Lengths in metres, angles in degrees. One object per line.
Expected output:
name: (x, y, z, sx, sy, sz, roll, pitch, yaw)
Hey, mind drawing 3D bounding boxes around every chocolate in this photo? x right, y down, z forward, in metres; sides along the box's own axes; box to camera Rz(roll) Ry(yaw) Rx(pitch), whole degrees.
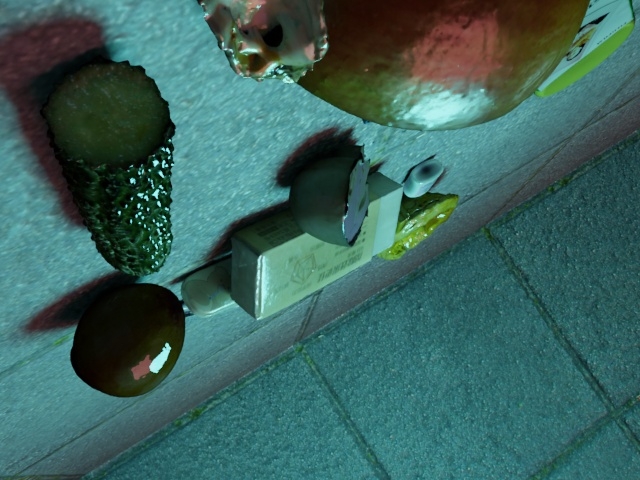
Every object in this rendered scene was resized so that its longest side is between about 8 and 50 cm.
chocolate: (-0.263, 0.139, 1.056, 0.177, 0.176, 0.177, -32, 169, -7)

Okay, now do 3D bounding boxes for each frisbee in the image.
frisbee: (0.536, -0.367, 1.493, 0.236, 0.017, 0.236, -31, 169, -7)

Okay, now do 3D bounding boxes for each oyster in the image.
oyster: (-0.035, -0.176, 0.567, 0.146, 0.045, 0.122, 25, 135, -38)

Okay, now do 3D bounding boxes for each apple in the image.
apple: (0.131, -0.230, 0.678, 0.346, 0.254, 0.179, -25, -151, -28)

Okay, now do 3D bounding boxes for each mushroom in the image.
mushroom: (0.013, -0.063, 1.084, 0.117, 0.141, 0.188, 0, 169, 6)

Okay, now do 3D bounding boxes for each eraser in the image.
eraser: (0.000, 0.000, 1.266, 0.343, 0.078, 0.144, -26, 137, -37)

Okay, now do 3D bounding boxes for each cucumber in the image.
cucumber: (-0.181, -0.042, 0.697, 0.096, 0.096, 0.359, -30, 171, -16)

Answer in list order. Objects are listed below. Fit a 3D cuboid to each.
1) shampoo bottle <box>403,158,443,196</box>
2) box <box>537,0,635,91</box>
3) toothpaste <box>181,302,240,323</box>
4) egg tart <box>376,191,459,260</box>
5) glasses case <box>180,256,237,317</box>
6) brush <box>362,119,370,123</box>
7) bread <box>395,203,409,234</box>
shampoo bottle: (0.211, -0.126, 1.535, 0.072, 0.043, 0.099, -30, 169, -15)
box: (0.295, -0.289, 0.937, 0.180, 0.103, 0.250, -39, 168, 23)
toothpaste: (-0.160, 0.101, 1.432, 0.299, 0.073, 0.114, -21, 166, -22)
egg tart: (0.209, -0.049, 1.705, 0.241, 0.106, 0.241, -33, 166, -9)
glasses case: (-0.150, 0.070, 1.273, 0.204, 0.081, 0.051, -25, 168, -43)
brush: (0.120, -0.194, 1.080, 0.164, 0.014, 0.051, -23, 164, -37)
bread: (0.138, -0.061, 1.493, 0.035, 0.090, 0.094, -36, 169, -12)
